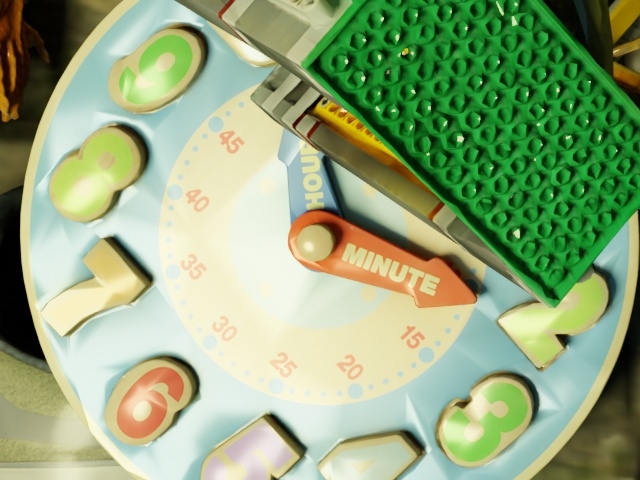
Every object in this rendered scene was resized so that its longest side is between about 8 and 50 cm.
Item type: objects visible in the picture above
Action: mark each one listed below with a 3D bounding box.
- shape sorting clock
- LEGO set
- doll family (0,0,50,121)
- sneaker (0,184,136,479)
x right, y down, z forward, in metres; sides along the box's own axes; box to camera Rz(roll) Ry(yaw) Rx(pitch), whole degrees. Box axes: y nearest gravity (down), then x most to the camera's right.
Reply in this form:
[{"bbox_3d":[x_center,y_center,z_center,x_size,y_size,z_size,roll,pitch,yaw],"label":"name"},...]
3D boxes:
[{"bbox_3d":[0.000,0.000,0.596,0.206,0.040,0.206,0,91,8],"label":"shape sorting clock"},{"bbox_3d":[0.003,-0.155,0.448,0.255,0.331,0.192,-57,33,2],"label":"LEGO set"},{"bbox_3d":[-0.182,-0.100,0.661,0.263,0.118,0.163,57,133,19],"label":"doll family"},{"bbox_3d":[-0.055,0.103,0.665,0.300,0.111,0.121,40,119,6],"label":"sneaker"}]
